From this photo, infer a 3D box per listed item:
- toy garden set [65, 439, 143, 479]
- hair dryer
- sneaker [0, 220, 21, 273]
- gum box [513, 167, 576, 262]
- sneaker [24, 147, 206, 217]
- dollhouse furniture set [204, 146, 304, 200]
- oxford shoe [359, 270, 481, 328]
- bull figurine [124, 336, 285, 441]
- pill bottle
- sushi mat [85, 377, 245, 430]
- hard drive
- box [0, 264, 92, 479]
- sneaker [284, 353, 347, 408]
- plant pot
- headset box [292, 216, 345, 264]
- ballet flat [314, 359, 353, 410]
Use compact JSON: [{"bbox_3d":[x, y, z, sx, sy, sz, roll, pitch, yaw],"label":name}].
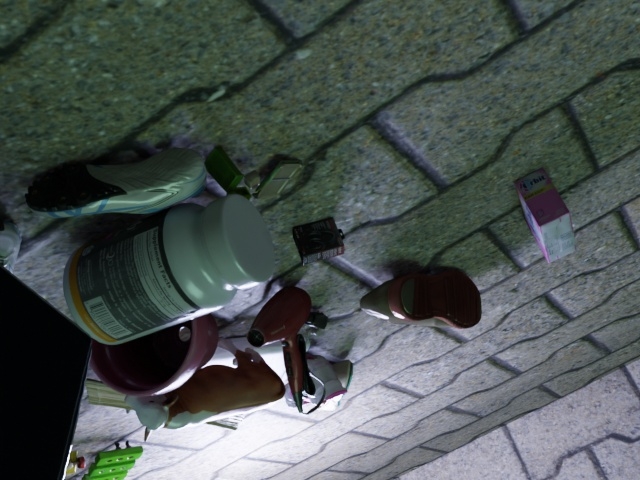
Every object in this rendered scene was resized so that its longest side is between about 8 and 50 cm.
[{"bbox_3d":[-0.572,0.562,1.849,0.204,0.049,0.244,0,144,-34],"label":"toy garden set"},{"bbox_3d":[-0.046,0.199,1.429,0.080,0.223,0.293,-13,152,25],"label":"hair dryer"},{"bbox_3d":[-0.465,0.049,1.070,0.071,0.082,0.190,0,142,-29],"label":"sneaker"},{"bbox_3d":[0.435,-0.042,1.448,0.062,0.107,0.188,-27,149,9],"label":"gum box"},{"bbox_3d":[-0.269,-0.064,1.009,0.237,0.085,0.086,-12,143,-13],"label":"sneaker"},{"bbox_3d":[-0.101,-0.102,1.111,0.076,0.058,0.152,-50,159,28],"label":"dollhouse furniture set"},{"bbox_3d":[0.225,0.128,1.618,0.130,0.122,0.348,-12,162,41],"label":"oxford shoe"},{"bbox_3d":[-0.223,0.274,1.405,0.311,0.188,0.101,0,119,-30],"label":"bull figurine"},{"bbox_3d":[-0.217,0.040,1.085,0.279,0.162,0.162,-21,151,22],"label":"pill bottle"},{"bbox_3d":[-0.309,0.331,1.505,0.317,0.019,0.151,12,150,-5],"label":"sushi mat"},{"bbox_3d":[-0.224,0.284,1.620,0.353,0.047,0.233,-2,144,-29],"label":"hard drive"},{"bbox_3d":[-0.589,0.170,0.762,0.472,0.297,0.480,-32,122,16],"label":"box"},{"bbox_3d":[-0.024,0.320,1.754,0.103,0.111,0.252,-17,173,-29],"label":"sneaker"},{"bbox_3d":[-0.266,0.161,1.278,0.201,0.201,0.180,-27,164,9],"label":"plant pot"},{"bbox_3d":[0.000,0.000,1.294,0.083,0.062,0.032,-15,149,-9],"label":"headset box"},{"bbox_3d":[0.024,0.365,1.876,0.086,0.086,0.248,-11,149,-16],"label":"ballet flat"}]
